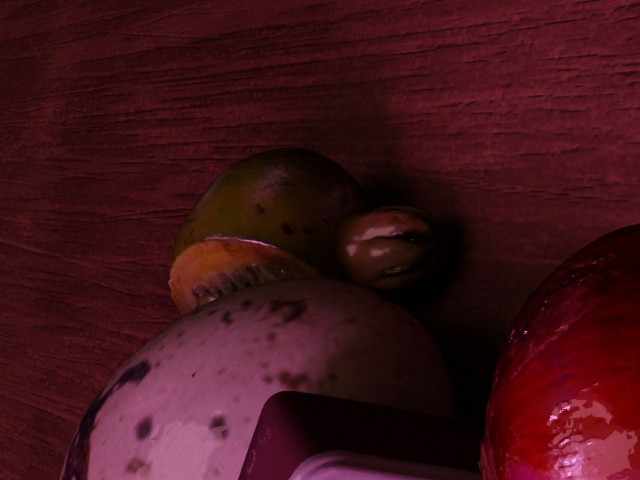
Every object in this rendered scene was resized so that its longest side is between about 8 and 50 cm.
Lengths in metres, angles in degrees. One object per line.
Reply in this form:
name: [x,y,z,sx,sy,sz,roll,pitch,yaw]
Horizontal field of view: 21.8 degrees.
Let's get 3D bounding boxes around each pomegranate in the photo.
pomegranate: [-0.013,-0.006,1.434,0.241,0.190,0.159,-39,23,51]

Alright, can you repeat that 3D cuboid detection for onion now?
onion: [0.205,0.123,0.905,0.276,0.276,0.276,-26,59,56]

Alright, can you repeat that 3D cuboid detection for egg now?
egg: [-0.048,0.192,1.324,0.379,0.287,0.287,-38,46,24]

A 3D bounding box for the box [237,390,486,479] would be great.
box: [0.072,0.216,1.116,0.167,0.294,0.193,-126,52,-66]
